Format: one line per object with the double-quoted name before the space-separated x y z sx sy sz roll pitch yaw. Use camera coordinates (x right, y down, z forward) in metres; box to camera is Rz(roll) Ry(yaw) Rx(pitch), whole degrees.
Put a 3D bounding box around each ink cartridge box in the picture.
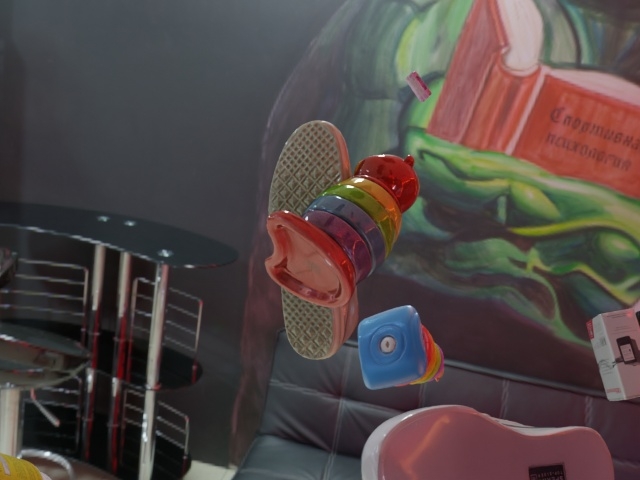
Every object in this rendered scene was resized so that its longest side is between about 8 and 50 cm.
"ink cartridge box" 0.547 0.210 1.050 0.063 0.150 0.109 -12 -18 8

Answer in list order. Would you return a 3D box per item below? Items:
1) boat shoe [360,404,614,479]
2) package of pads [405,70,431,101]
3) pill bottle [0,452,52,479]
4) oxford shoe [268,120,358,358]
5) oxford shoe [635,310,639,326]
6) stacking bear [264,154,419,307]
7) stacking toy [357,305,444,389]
"boat shoe" 0.122 0.180 0.444 0.258 0.095 0.084 20 -25 -31
"package of pads" 0.269 -0.422 1.578 0.032 0.083 0.050 -33 9 29
"pill bottle" -0.475 0.368 0.826 0.119 0.119 0.208 11 -27 11
"oxford shoe" 0.000 0.000 1.107 0.169 0.449 0.130 2 8 31
"oxford shoe" 0.662 0.144 1.061 0.096 0.082 0.227 18 -30 4
"stacking bear" 0.061 -0.040 0.957 0.164 0.175 0.289 32 55 17
"stacking toy" 0.233 0.288 1.395 0.166 0.175 0.302 -22 -34 27
